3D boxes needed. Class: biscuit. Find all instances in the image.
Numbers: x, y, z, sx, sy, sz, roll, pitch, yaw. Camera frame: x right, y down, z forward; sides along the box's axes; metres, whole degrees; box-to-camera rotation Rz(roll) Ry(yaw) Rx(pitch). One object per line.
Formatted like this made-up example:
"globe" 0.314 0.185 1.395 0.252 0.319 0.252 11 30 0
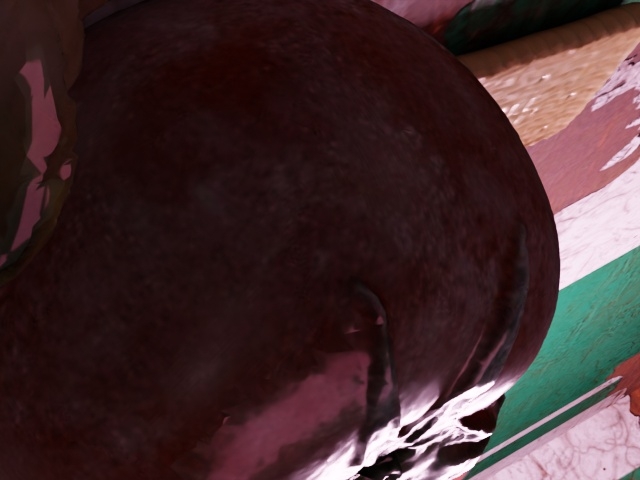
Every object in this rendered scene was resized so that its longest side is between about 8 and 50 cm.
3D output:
"biscuit" 0.118 -0.097 1.105 0.250 0.030 0.160 -21 159 -34

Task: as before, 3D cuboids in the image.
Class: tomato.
"tomato" -0.040 0.031 0.756 0.317 0.282 0.316 -33 158 -15

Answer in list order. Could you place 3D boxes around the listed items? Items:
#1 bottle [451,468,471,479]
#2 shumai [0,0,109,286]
"bottle" 0.055 0.191 1.601 0.144 0.144 0.336 -37 159 13
"shumai" -0.167 -0.079 0.544 0.201 0.201 0.120 -41 -158 23
